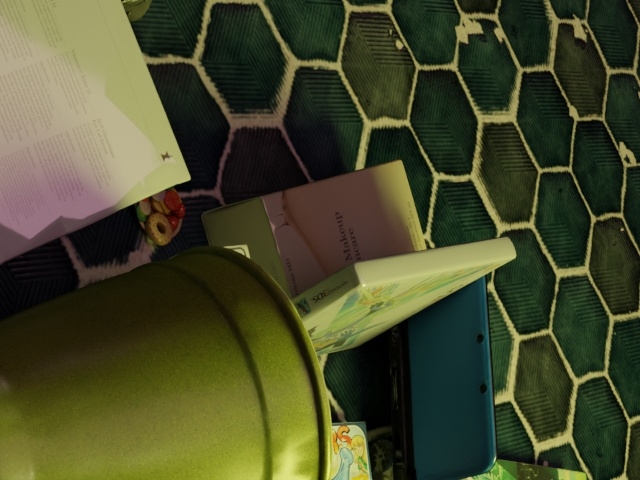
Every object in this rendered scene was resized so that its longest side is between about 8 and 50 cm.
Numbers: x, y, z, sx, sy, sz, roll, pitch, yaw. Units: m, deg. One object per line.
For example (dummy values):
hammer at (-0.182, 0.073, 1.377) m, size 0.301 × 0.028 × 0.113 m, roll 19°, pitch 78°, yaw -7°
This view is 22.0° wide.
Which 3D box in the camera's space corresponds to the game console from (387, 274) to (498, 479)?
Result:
game console at (0.186, 0.194, 2.225) m, size 0.250 × 0.173 × 0.293 m, roll 35°, pitch 50°, yaw -62°

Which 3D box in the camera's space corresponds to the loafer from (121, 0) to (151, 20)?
loafer at (-0.220, -0.312, 2.019) m, size 0.267 × 0.096 × 0.084 m, roll -46°, pitch 120°, yaw -48°

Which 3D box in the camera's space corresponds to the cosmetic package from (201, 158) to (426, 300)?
cosmetic package at (0.000, 0.000, 2.166) m, size 0.309 × 0.113 × 0.160 m, roll -19°, pitch 93°, yaw -52°

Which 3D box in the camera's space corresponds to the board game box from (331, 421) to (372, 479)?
board game box at (-0.010, 0.305, 2.118) m, size 0.201 × 0.035 × 0.136 m, roll 3°, pitch 76°, yaw -49°

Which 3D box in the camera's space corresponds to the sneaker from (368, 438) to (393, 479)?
sneaker at (0.092, 0.340, 2.219) m, size 0.058 × 0.052 × 0.135 m, roll 38°, pitch 53°, yaw -45°

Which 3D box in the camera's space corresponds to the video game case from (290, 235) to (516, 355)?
video game case at (0.043, 0.086, 2.044) m, size 0.329 × 0.300 × 0.036 m, roll -8°, pitch 71°, yaw -50°

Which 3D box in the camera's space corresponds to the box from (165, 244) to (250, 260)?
box at (-0.132, 0.166, 1.888) m, size 0.087 × 0.169 × 0.290 m, roll -6°, pitch 80°, yaw -39°

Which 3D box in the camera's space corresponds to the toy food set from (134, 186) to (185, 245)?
toy food set at (-0.198, -0.040, 2.014) m, size 0.083 × 0.020 × 0.083 m, roll -44°, pitch 113°, yaw -46°

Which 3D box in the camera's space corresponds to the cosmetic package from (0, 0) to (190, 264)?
cosmetic package at (-0.337, -0.186, 1.794) m, size 0.284 × 0.097 × 0.377 m, roll -26°, pitch 100°, yaw -35°

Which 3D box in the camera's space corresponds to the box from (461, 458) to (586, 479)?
box at (0.293, 0.445, 2.418) m, size 0.322 × 0.058 × 0.232 m, roll 16°, pitch 67°, yaw -48°

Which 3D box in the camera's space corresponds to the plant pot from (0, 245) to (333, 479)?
plant pot at (-0.239, 0.203, 1.672) m, size 0.353 × 0.366 × 0.366 m, roll -7°, pitch 84°, yaw -38°
